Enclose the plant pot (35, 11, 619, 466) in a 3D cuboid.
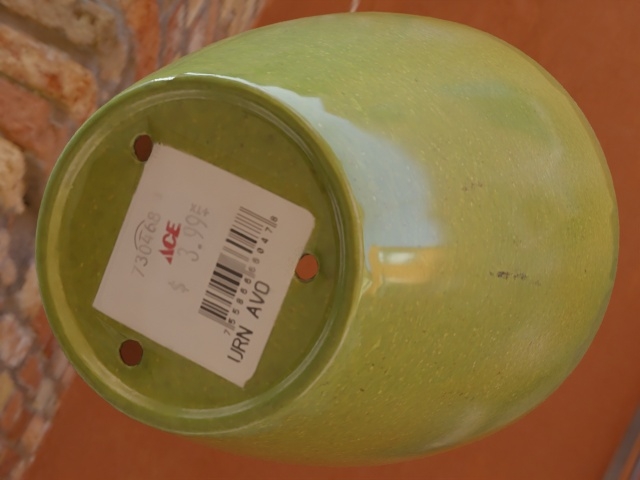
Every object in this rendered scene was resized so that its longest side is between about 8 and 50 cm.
[{"bbox_3d":[0.000,0.000,0.530,0.275,0.275,0.293,25,9,16],"label":"plant pot"}]
